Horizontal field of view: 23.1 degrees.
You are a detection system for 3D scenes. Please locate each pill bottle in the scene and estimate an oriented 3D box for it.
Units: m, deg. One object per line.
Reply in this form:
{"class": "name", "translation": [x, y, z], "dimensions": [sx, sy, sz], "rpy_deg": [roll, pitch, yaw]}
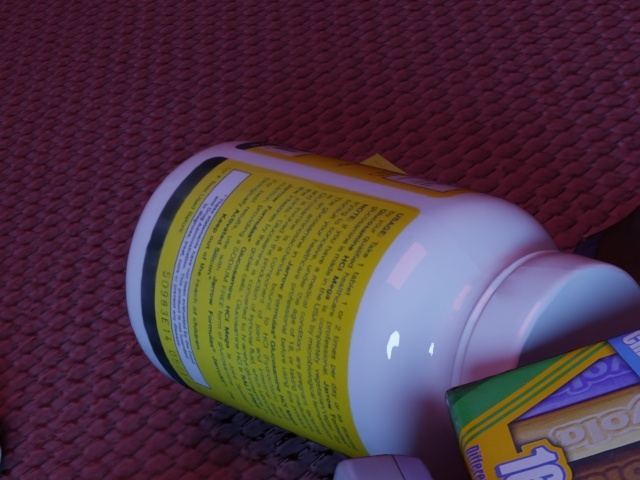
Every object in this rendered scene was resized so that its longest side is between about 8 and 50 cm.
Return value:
{"class": "pill bottle", "translation": [0.039, 0.049, 1.023], "dimensions": [0.334, 0.188, 0.188], "rpy_deg": [17, 47, 45]}

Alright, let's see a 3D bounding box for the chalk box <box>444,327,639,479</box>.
{"class": "chalk box", "translation": [0.233, 0.144, 0.773], "dimensions": [0.289, 0.180, 0.179], "rpy_deg": [-19, 31, 6]}

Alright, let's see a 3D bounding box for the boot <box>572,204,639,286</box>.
{"class": "boot", "translation": [0.221, 0.051, 1.051], "dimensions": [0.106, 0.082, 0.219], "rpy_deg": [-27, 28, 33]}

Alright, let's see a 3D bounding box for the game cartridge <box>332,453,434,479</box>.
{"class": "game cartridge", "translation": [0.058, 0.273, 0.633], "dimensions": [0.068, 0.230, 0.355], "rpy_deg": [7, 25, -20]}

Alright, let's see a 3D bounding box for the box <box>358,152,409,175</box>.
{"class": "box", "translation": [0.000, 0.000, 1.261], "dimensions": [0.178, 0.042, 0.109], "rpy_deg": [-29, 31, -14]}
